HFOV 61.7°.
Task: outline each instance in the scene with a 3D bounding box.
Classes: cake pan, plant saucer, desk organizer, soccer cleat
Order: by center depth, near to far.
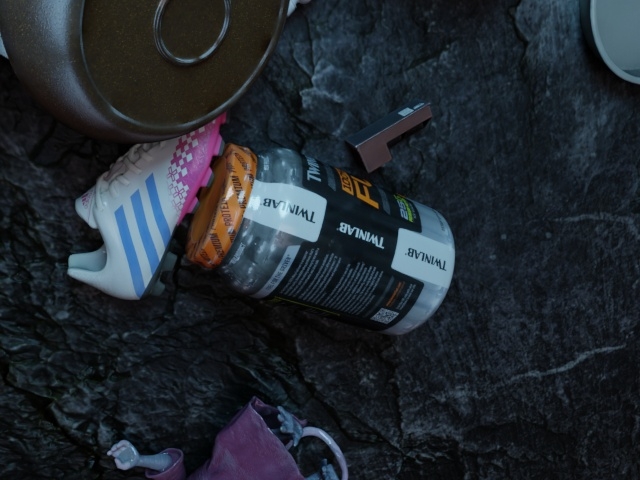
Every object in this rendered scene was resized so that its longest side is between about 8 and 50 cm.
[{"bbox_3d":[-0.131,-0.215,0.506,0.311,0.050,0.310,-39,156,-21],"label":"plant saucer"},{"bbox_3d":[-0.230,-0.071,0.700,0.143,0.116,0.331,19,104,-24],"label":"soccer cleat"},{"bbox_3d":[0.109,-0.160,0.817,0.130,0.047,0.050,-31,119,-4],"label":"desk organizer"},{"bbox_3d":[0.538,-0.403,0.858,0.293,0.054,0.293,-7,113,-16],"label":"cake pan"}]

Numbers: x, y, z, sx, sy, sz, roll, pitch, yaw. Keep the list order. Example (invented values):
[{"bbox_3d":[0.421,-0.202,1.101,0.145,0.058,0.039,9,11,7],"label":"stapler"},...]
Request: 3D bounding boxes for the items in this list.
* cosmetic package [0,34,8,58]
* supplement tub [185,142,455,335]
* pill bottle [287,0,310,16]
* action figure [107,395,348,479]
[{"bbox_3d":[-0.197,-0.339,0.581,0.217,0.156,0.385,28,100,-27],"label":"cosmetic package"},{"bbox_3d":[0.000,0.000,0.754,0.338,0.207,0.207,19,104,-25],"label":"supplement tub"},{"bbox_3d":[-0.022,-0.348,0.687,0.065,0.065,0.116,40,95,-27],"label":"pill bottle"},{"bbox_3d":[-0.175,0.411,0.913,0.370,0.248,0.276,-32,161,10],"label":"action figure"}]
